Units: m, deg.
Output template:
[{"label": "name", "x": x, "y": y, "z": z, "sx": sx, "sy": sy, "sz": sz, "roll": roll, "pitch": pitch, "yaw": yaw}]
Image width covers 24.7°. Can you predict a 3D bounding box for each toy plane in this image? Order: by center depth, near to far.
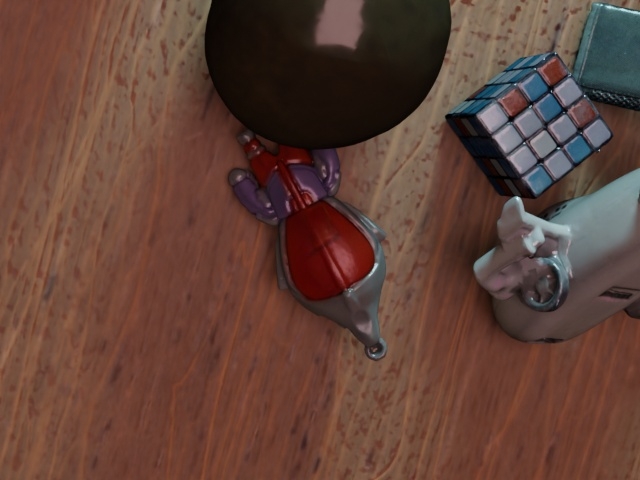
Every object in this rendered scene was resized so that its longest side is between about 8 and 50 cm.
[{"label": "toy plane", "x": 0.240, "y": 0.001, "z": 1.239, "sx": 0.252, "sy": 0.252, "sz": 0.118, "roll": -16, "pitch": 61, "yaw": -10}]

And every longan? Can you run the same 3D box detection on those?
[{"label": "longan", "x": 0.008, "y": -0.181, "z": 1.177, "sx": 0.197, "sy": 0.196, "sz": 0.220, "roll": 7, "pitch": 83, "yaw": -12}]

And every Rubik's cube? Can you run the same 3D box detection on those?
[{"label": "Rubik's cube", "x": 0.180, "y": -0.099, "z": 1.266, "sx": 0.092, "sy": 0.092, "sz": 0.092, "roll": -38, "pitch": 101, "yaw": -6}]

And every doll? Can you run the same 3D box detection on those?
[{"label": "doll", "x": 0.000, "y": 0.000, "z": 1.246, "sx": 0.102, "sy": 0.075, "sz": 0.227, "roll": -30, "pitch": 90, "yaw": 6}]

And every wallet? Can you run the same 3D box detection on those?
[{"label": "wallet", "x": 0.294, "y": -0.157, "z": 1.297, "sx": 0.129, "sy": 0.026, "sz": 0.088, "roll": 14, "pitch": 89, "yaw": 17}]
